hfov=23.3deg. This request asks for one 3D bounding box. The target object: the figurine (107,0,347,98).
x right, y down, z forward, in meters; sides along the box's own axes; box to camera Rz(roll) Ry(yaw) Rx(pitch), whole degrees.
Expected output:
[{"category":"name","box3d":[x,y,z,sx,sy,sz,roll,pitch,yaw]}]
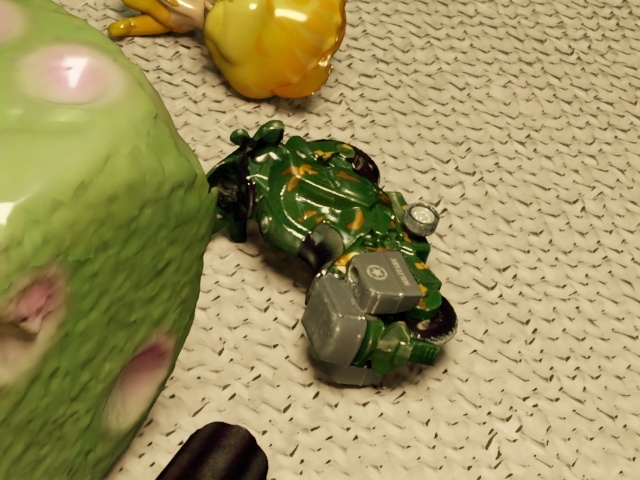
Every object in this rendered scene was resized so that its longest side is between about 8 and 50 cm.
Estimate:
[{"category":"figurine","box3d":[-0.084,-0.211,1.500,0.246,0.131,0.156,18,-1,32]}]

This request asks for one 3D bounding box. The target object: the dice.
[{"category":"dice","box3d":[-0.286,0.016,1.030,0.322,0.330,0.318,30,46,20]}]

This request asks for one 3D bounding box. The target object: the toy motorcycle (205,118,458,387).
[{"category":"toy motorcycle","box3d":[0.000,0.000,1.266,0.187,0.125,0.275,-1,41,-26]}]

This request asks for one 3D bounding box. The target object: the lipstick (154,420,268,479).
[{"category":"lipstick","box3d":[-0.125,0.238,0.933,0.077,0.077,0.418,18,28,9]}]
